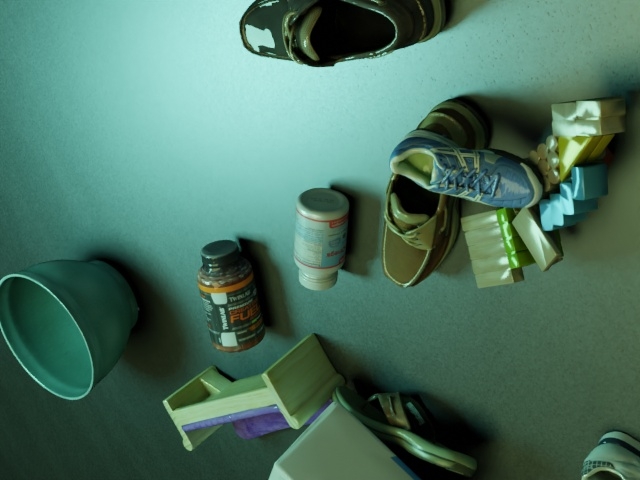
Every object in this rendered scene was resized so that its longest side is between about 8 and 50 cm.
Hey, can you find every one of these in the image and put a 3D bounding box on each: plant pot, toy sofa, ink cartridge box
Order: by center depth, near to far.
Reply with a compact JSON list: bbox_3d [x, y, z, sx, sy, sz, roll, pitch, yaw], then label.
[{"bbox_3d":[0.048,0.496,1.824,0.285,0.166,0.395,42,154,13],"label":"ink cartridge box"},{"bbox_3d":[-0.121,0.318,1.950,0.362,0.150,0.177,-22,100,46],"label":"toy sofa"},{"bbox_3d":[-0.511,0.158,2.149,0.293,0.196,0.293,20,127,29],"label":"plant pot"}]

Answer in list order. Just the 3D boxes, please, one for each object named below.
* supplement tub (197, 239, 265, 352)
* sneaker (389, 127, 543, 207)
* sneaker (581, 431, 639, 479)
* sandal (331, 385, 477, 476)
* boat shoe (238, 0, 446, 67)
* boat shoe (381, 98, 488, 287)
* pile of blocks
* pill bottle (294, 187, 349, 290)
[{"bbox_3d":[-0.168,0.101,1.885,0.106,0.106,0.198,10,122,36],"label":"supplement tub"},{"bbox_3d":[0.186,-0.082,1.331,0.211,0.081,0.080,18,121,27],"label":"sneaker"},{"bbox_3d":[0.498,0.380,1.498,0.235,0.095,0.090,26,129,24],"label":"sneaker"},{"bbox_3d":[0.151,0.313,1.760,0.302,0.120,0.086,21,88,38],"label":"sandal"},{"bbox_3d":[0.004,-0.316,1.455,0.355,0.130,0.132,-1,115,41],"label":"boat shoe"},{"bbox_3d":[0.141,-0.058,1.508,0.122,0.120,0.324,31,132,22],"label":"boat shoe"},{"bbox_3d":[0.323,-0.056,1.350,0.149,0.112,0.362,64,148,24],"label":"pile of blocks"},{"bbox_3d":[0.000,0.000,1.690,0.087,0.087,0.160,24,130,28],"label":"pill bottle"}]
